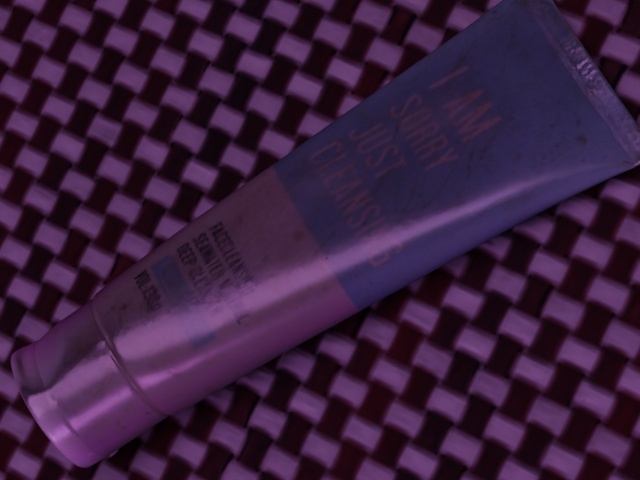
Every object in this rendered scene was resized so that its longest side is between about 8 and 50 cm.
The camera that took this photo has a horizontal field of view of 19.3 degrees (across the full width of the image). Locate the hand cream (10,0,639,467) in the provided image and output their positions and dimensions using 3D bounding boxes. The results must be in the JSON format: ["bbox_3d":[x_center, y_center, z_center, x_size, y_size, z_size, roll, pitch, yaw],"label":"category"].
[{"bbox_3d":[0.000,0.000,0.893,0.312,0.070,0.111,-35,65,6],"label":"hand cream"}]
